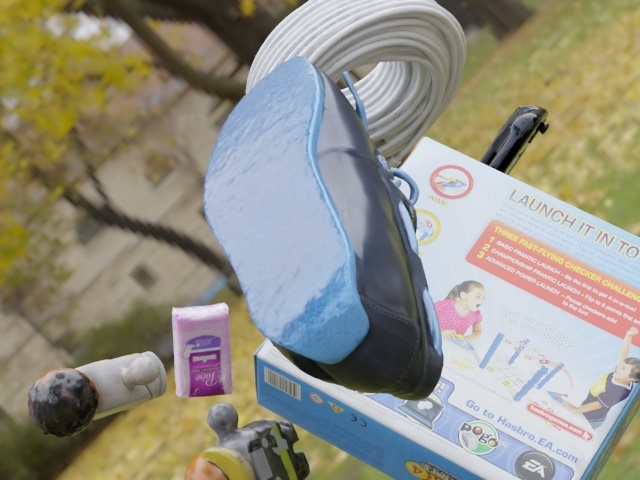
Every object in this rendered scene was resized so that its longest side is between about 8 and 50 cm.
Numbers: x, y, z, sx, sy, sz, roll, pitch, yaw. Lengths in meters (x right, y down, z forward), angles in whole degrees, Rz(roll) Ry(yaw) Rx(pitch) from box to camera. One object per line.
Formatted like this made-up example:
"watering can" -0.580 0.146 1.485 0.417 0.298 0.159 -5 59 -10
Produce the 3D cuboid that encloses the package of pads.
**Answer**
"package of pads" -0.105 0.097 1.568 0.050 0.083 0.032 -5 19 -10

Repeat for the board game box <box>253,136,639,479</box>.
"board game box" 0.148 0.089 1.617 0.302 0.308 0.086 -51 -21 -31

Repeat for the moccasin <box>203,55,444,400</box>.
"moccasin" 0.000 0.000 1.186 0.138 0.117 0.342 -42 29 21

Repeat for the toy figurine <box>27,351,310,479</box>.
"toy figurine" -0.133 0.193 1.249 0.148 0.213 0.209 -12 -52 -66

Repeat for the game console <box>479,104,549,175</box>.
"game console" 0.127 0.016 1.840 0.361 0.044 0.213 -57 2 18

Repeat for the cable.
"cable" 0.043 -0.182 1.991 0.257 0.089 0.257 -43 -36 17
